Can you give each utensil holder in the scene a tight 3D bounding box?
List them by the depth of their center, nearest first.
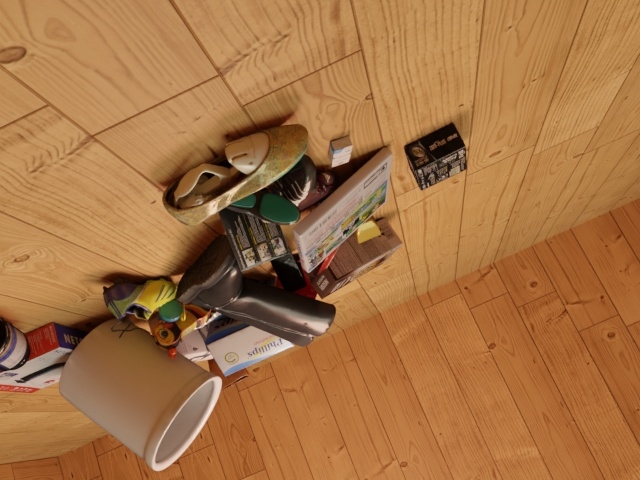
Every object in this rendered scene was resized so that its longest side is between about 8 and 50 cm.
[{"bbox_3d":[-0.557,0.464,1.946,0.328,0.385,0.328,-53,163,-24],"label":"utensil holder"}]

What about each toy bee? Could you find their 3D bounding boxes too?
[{"bbox_3d":[-0.446,0.274,1.896,0.298,0.162,0.195,-31,159,-9],"label":"toy bee"}]

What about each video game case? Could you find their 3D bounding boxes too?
[{"bbox_3d":[0.065,-0.074,1.699,0.329,0.036,0.300,-43,163,-12],"label":"video game case"}]

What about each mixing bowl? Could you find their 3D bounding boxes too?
[{"bbox_3d":[-0.090,0.146,2.171,0.098,0.182,0.181,1,176,31],"label":"mixing bowl"}]

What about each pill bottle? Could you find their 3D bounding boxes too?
[{"bbox_3d":[-0.845,0.277,1.640,0.122,0.123,0.219,-19,162,-14],"label":"pill bottle"}]

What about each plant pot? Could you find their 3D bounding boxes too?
[{"bbox_3d":[0.137,-0.055,1.978,0.081,0.082,0.083,-23,152,0],"label":"plant pot"}]

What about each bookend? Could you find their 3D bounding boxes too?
[{"bbox_3d":[-0.113,0.061,1.976,0.072,0.156,0.157,-23,-154,1],"label":"bookend"}]

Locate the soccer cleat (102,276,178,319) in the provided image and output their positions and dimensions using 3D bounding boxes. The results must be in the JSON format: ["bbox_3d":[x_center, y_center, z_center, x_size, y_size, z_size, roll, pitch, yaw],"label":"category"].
[{"bbox_3d":[-0.495,0.171,1.760,0.093,0.121,0.289,-31,166,18],"label":"soccer cleat"}]

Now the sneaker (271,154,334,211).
[{"bbox_3d":[-0.025,-0.150,1.502,0.162,0.106,0.281,-27,170,-24],"label":"sneaker"}]

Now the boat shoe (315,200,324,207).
[{"bbox_3d":[0.019,-0.100,1.711,0.075,0.065,0.206,-49,161,6],"label":"boat shoe"}]

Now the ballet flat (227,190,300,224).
[{"bbox_3d":[-0.143,-0.081,1.456,0.203,0.074,0.074,16,158,1],"label":"ballet flat"}]

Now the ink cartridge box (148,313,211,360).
[{"bbox_3d":[-0.463,0.336,2.199,0.100,0.172,0.237,-34,160,29],"label":"ink cartridge box"}]

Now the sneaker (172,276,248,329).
[{"bbox_3d":[-0.375,0.235,2.095,0.329,0.130,0.147,-18,159,-17],"label":"sneaker"}]

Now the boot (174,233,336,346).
[{"bbox_3d":[-0.148,0.162,1.802,0.445,0.146,0.367,26,151,-22],"label":"boot"}]

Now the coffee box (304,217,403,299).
[{"bbox_3d":[0.110,0.060,2.116,0.297,0.119,0.168,-28,166,-27],"label":"coffee box"}]

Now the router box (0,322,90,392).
[{"bbox_3d":[-0.875,0.375,1.951,0.301,0.082,0.335,-24,162,1],"label":"router box"}]

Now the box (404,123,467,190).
[{"bbox_3d":[0.318,-0.224,1.709,0.147,0.078,0.180,-26,162,8],"label":"box"}]

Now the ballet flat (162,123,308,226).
[{"bbox_3d":[-0.185,-0.143,1.286,0.348,0.123,0.123,-30,161,20],"label":"ballet flat"}]

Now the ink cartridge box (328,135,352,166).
[{"bbox_3d":[0.046,-0.211,1.492,0.048,0.028,0.083,-19,162,-11],"label":"ink cartridge box"}]

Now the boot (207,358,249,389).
[{"bbox_3d":[-0.432,0.451,2.389,0.264,0.281,0.096,-23,162,-1],"label":"boot"}]

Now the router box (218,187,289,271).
[{"bbox_3d":[-0.166,-0.028,1.541,0.133,0.179,0.046,-20,-157,-8],"label":"router box"}]

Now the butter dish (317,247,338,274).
[{"bbox_3d":[0.000,0.000,1.920,0.160,0.118,0.160,-61,178,-27],"label":"butter dish"}]

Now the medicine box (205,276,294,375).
[{"bbox_3d":[-0.238,0.295,2.176,0.263,0.149,0.289,-25,-160,7],"label":"medicine box"}]
